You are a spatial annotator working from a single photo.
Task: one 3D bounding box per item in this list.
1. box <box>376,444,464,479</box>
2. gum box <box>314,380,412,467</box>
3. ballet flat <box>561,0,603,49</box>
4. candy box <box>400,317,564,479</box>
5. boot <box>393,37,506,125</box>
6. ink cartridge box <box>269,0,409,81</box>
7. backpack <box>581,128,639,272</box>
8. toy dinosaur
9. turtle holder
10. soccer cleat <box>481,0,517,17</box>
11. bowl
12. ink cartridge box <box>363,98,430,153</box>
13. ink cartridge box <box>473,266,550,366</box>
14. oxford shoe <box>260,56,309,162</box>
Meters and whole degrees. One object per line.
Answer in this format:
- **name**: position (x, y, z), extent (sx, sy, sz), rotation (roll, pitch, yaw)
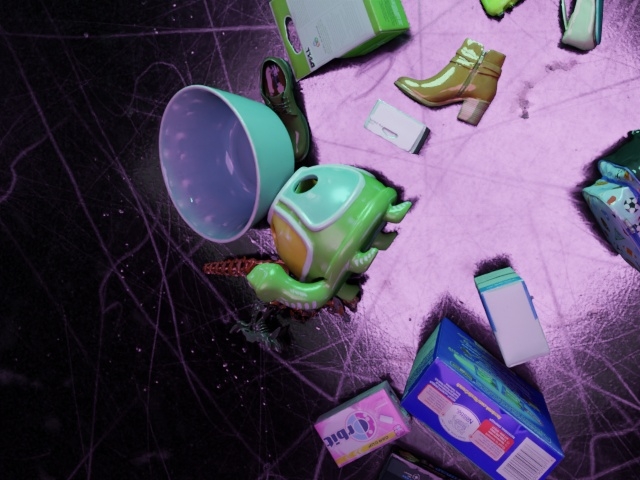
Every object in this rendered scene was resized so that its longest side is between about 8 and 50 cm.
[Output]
- **box**: position (0.219, 0.570, 1.459), extent (0.220, 0.051, 0.175), rotation (26, 100, 8)
- **gum box**: position (0.096, 0.393, 1.460), extent (0.189, 0.062, 0.107), rotation (-31, 89, 13)
- **ballet flat**: position (0.503, -0.489, 1.282), extent (0.086, 0.086, 0.248), rotation (8, 98, 11)
- **candy box**: position (0.300, 0.301, 1.279), extent (0.268, 0.317, 0.122), rotation (38, 103, 7)
- **boot**: position (0.259, -0.333, 1.350), extent (0.197, 0.073, 0.152), rotation (21, 101, -3)
- **ink cartridge box**: position (0.030, -0.461, 1.380), extent (0.255, 0.097, 0.188), rotation (-18, 93, 47)
- **backpack**: position (0.620, -0.049, 1.215), extent (0.213, 0.276, 0.263), rotation (-41, 93, 18)
- **toy dinosaur**: position (-0.089, 0.118, 1.453), extent (0.322, 0.164, 0.218), rotation (17, 84, 28)
- **turtle holder**: position (0.005, -0.003, 1.339), extent (0.228, 0.243, 0.320), rotation (34, 90, 8)
- **soccer cleat**: position (0.392, -0.509, 1.309), extent (0.179, 0.060, 0.072), rotation (-35, 87, 16)
- **bowl**: position (-0.171, -0.166, 1.373), extent (0.312, 0.163, 0.311), rotation (19, 118, 39)
- **ink cartridge box**: position (0.154, -0.222, 1.340), extent (0.109, 0.150, 0.063), rotation (31, 101, 7)
- **ink cartridge box**: position (0.365, 0.140, 1.308), extent (0.086, 0.203, 0.148), rotation (-21, 91, 11)
- **oxford shoe**: position (-0.085, -0.271, 1.414), extent (0.083, 0.096, 0.227), rotation (-17, 94, 11)
